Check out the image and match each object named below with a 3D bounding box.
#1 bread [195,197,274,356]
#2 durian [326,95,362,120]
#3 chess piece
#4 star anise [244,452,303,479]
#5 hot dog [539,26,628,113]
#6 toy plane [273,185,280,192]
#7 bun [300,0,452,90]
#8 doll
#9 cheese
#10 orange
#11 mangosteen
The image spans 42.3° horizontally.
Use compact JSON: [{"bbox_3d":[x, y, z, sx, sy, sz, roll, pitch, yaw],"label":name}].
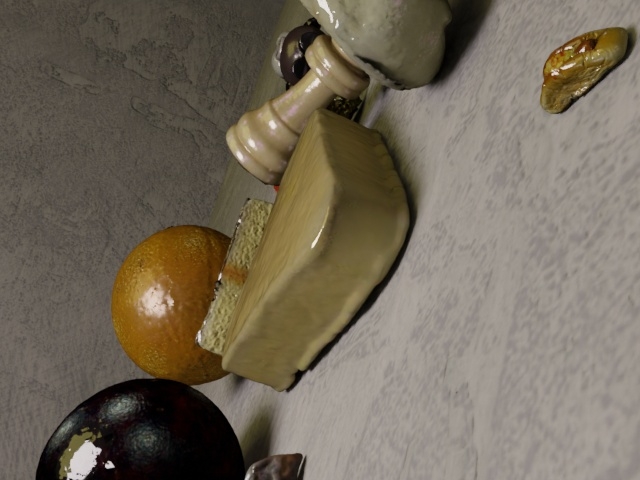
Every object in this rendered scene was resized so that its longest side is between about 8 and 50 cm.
[{"bbox_3d":[-0.105,0.071,1.261,0.178,0.135,0.240,155,133,-72],"label":"bread"},{"bbox_3d":[-0.015,-0.169,1.322,0.187,0.119,0.108,-60,11,29],"label":"durian"},{"bbox_3d":[0.028,-0.249,1.185,0.397,0.117,0.117,-44,22,24],"label":"chess piece"},{"bbox_3d":[-0.085,0.340,0.862,0.230,0.081,0.263,-29,37,55],"label":"star anise"},{"bbox_3d":[0.183,-0.126,0.603,0.090,0.034,0.030,132,157,-60],"label":"hot dog"},{"bbox_3d":[-0.065,-0.019,1.410,0.130,0.061,0.189,-65,-10,-69],"label":"toy plane"},{"bbox_3d":[0.065,-0.286,0.964,0.141,0.239,0.239,-42,20,14],"label":"bun"},{"bbox_3d":[-0.039,-0.400,1.824,0.257,0.117,0.182,-126,53,-73],"label":"doll"},{"bbox_3d":[-0.001,0.001,1.010,0.384,0.104,0.384,-158,90,-77],"label":"cheese"},{"bbox_3d":[-0.221,0.106,1.397,0.274,0.274,0.274,-158,90,-78],"label":"orange"},{"bbox_3d":[-0.225,0.323,1.068,0.288,0.287,0.288,-158,90,-78],"label":"mangosteen"}]
